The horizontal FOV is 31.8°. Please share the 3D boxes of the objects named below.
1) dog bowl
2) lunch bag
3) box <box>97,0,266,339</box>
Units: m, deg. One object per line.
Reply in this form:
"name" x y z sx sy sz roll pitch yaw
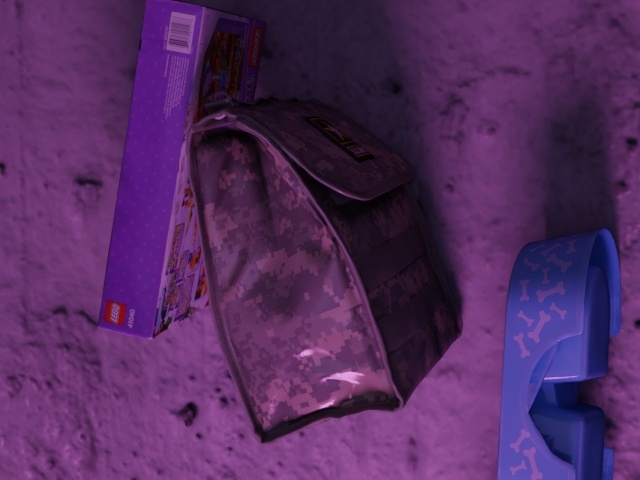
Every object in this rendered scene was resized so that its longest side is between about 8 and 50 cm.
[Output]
"dog bowl" 0.215 0.135 1.010 0.074 0.166 0.297 3 87 26
"lunch bag" 0.000 0.000 1.013 0.168 0.235 0.287 -19 93 21
"box" -0.125 -0.071 1.053 0.057 0.201 0.293 12 99 11
